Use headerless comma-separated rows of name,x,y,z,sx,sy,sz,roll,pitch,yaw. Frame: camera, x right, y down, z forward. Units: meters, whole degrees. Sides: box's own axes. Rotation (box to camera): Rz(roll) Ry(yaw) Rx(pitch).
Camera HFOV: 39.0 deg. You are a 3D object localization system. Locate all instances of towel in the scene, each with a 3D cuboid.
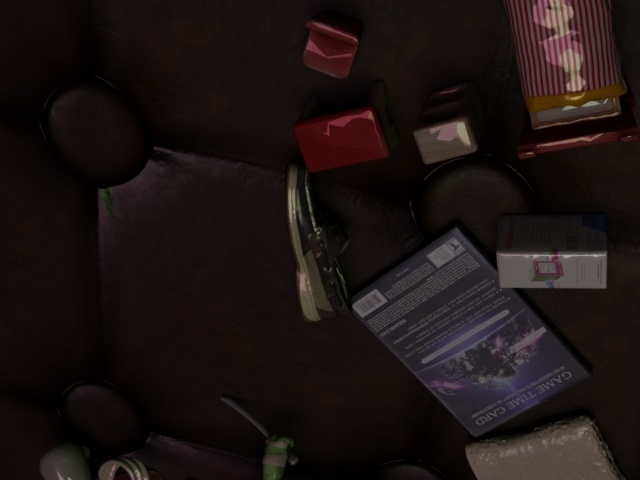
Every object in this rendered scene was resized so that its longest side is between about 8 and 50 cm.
towel,0.344,0.370,1.268,0.187,0.049,0.282,-21,111,24

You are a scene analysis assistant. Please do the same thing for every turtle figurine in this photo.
turtle figurine,-0.049,0.364,1.345,0.266,0.275,0.198,14,101,-15

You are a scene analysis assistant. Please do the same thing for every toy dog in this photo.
toy dog,-0.309,0.462,1.472,0.220,0.161,0.334,-8,102,23

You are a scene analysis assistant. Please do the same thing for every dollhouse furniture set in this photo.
dollhouse furniture set,0.127,-0.185,0.943,0.374,0.152,0.201,-10,116,21

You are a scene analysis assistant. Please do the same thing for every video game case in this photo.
video game case,0.192,0.124,1.181,0.196,0.026,0.274,-36,106,30

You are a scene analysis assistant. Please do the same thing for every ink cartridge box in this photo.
ink cartridge box,0.270,0.011,1.055,0.122,0.088,0.052,1,122,16

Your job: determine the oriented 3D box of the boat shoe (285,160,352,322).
boat shoe,0.000,0.001,1.137,0.073,0.080,0.224,-5,117,5
